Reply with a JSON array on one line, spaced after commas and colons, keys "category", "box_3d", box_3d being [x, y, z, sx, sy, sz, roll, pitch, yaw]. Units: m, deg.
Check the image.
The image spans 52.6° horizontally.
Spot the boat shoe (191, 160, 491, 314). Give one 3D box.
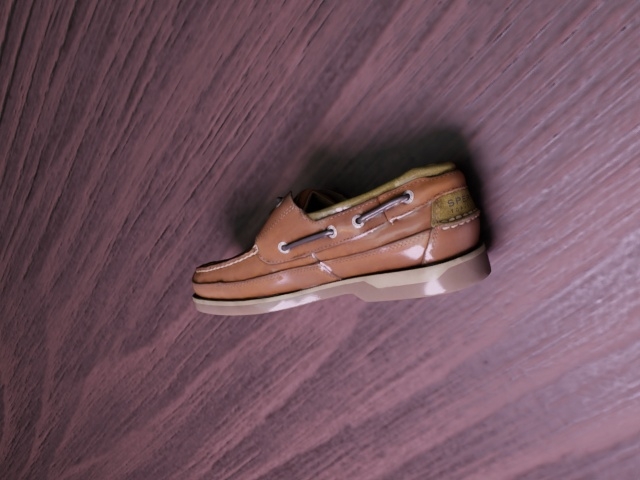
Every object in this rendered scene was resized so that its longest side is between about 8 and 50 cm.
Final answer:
[{"category": "boat shoe", "box_3d": [0.000, 0.000, 0.594, 0.307, 0.110, 0.105, -11, 98, 30]}]
